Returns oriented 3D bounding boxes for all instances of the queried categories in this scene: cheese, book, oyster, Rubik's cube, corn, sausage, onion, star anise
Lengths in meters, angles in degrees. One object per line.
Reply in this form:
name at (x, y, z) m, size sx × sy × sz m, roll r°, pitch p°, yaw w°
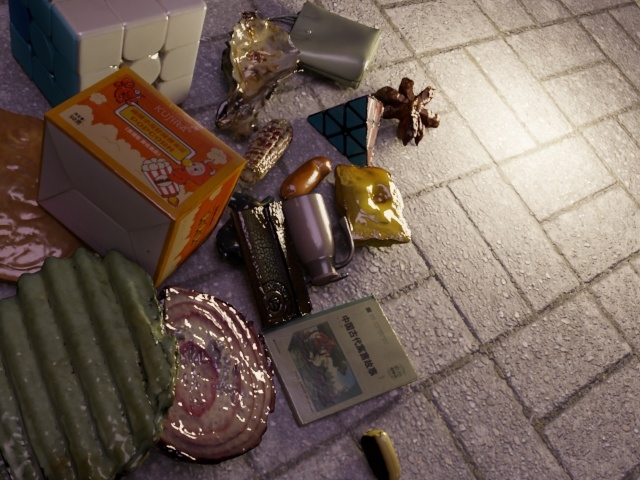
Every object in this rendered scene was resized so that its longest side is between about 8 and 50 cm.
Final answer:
cheese at (0.130, 0.437, 1.259) m, size 0.036 × 0.086 × 0.163 m, roll -19°, pitch 84°, yaw -24°
book at (0.038, 0.238, 1.369) m, size 0.282 × 0.025 × 0.215 m, roll -16°, pitch 67°, yaw -28°
oyster at (-0.149, -0.389, 1.602) m, size 0.197 × 0.133 × 0.337 m, roll 17°, pitch 59°, yaw -13°
Rubik's cube at (0.062, -0.305, 1.678) m, size 0.178 × 0.211 × 0.190 m, roll 12°, pitch 34°, yaw 16°
Rubik's cube at (-0.451, -0.444, 1.402) m, size 0.291 × 0.290 × 0.292 m, roll -30°, pitch 73°, yaw -33°
corn at (-0.123, -0.200, 1.508) m, size 0.079 × 0.079 × 0.237 m, roll 29°, pitch 38°, yaw -5°
sausage at (-0.036, -0.143, 1.550) m, size 0.183 × 0.054 × 0.062 m, roll -48°, pitch 118°, yaw -38°
onion at (-0.214, 0.261, 1.187) m, size 0.280 × 0.146 × 0.315 m, roll 31°, pitch 41°, yaw -38°
star anise at (0.238, -0.350, 1.767) m, size 0.196 × 0.111 × 0.212 m, roll -5°, pitch 56°, yaw -33°

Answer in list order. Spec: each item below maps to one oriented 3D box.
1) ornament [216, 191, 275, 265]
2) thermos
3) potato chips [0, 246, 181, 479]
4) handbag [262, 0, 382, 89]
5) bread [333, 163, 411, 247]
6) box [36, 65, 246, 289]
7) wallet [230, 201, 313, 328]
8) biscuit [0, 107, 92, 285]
ornament at (-0.235, -0.070, 1.408) m, size 0.236 × 0.080 × 0.202 m, roll 30°, pitch 51°, yaw -7°
thermos at (0.000, 0.000, 1.439) m, size 0.137 × 0.105 × 0.193 m, roll -18°, pitch 71°, yaw -3°
potato chips at (-0.406, 0.208, 1.082) m, size 0.358 × 0.070 × 0.429 m, roll -31°, pitch 60°, yaw -2°
handbag at (-0.004, -0.541, 1.777) m, size 0.315 × 0.109 × 0.241 m, roll 25°, pitch 53°, yaw -3°
bread at (0.111, -0.076, 1.554) m, size 0.160 × 0.088 × 0.233 m, roll 9°, pitch 55°, yaw -24°
box at (-0.326, -0.107, 1.210) m, size 0.283 × 0.259 × 0.214 m, roll 38°, pitch 49°, yaw 2°
wallet at (-0.095, 0.045, 1.363) m, size 0.132 × 0.039 × 0.243 m, roll -14°, pitch 88°, yaw -44°
biscuit at (-0.595, -0.094, 1.277) m, size 0.385 × 0.062 × 0.365 m, roll 26°, pitch 53°, yaw -7°
